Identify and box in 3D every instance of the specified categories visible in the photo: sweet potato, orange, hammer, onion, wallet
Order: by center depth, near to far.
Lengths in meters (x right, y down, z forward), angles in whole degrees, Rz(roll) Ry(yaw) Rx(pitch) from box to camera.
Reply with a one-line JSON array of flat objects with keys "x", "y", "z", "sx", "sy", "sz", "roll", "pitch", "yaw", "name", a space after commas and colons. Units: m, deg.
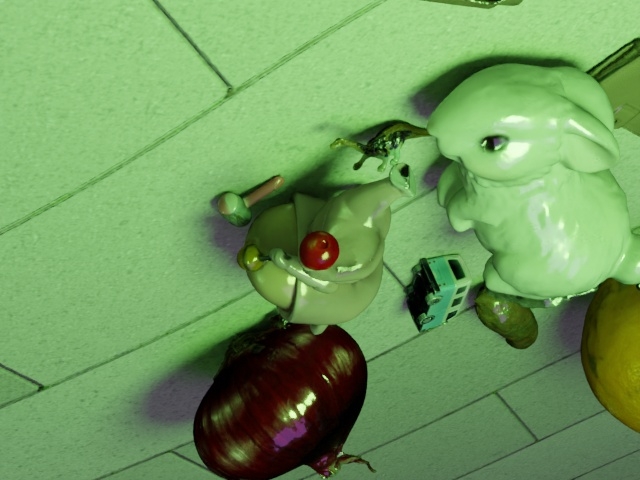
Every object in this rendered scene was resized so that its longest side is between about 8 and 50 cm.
[{"x": -0.077, "y": -0.050, "z": 1.558, "sx": 0.083, "sy": 0.031, "sz": 0.052, "roll": -34, "pitch": 154, "yaw": 7, "name": "hammer"}, {"x": 0.374, "y": -0.176, "z": 1.576, "sx": 0.118, "sy": 0.039, "sz": 0.152, "roll": -36, "pitch": 145, "yaw": 31, "name": "wallet"}, {"x": -0.036, "y": 0.250, "z": 1.883, "sx": 0.273, "sy": 0.285, "sz": 0.273, "roll": -39, "pitch": -177, "yaw": 2, "name": "onion"}, {"x": 0.543, "y": 0.151, "z": 2.016, "sx": 0.312, "sy": 0.312, "sz": 0.312, "roll": -14, "pitch": 153, "yaw": -7, "name": "orange"}, {"x": 0.293, "y": 0.121, "z": 2.062, "sx": 0.075, "sy": 0.075, "sz": 0.273, "roll": -24, "pitch": 157, "yaw": 12, "name": "sweet potato"}]

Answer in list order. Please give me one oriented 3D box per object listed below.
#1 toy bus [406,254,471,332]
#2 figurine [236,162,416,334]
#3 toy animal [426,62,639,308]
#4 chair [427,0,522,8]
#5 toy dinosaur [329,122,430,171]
[{"x": 0.167, "y": 0.073, "z": 1.898, "sx": 0.074, "sy": 0.060, "sz": 0.123, "roll": -14, "pitch": 151, "yaw": -16, "name": "toy bus"}, {"x": 0.000, "y": 0.000, "z": 1.545, "sx": 0.186, "sy": 0.176, "sz": 0.287, "roll": 11, "pitch": 165, "yaw": -13, "name": "figurine"}, {"x": 0.253, "y": -0.071, "z": 1.549, "sx": 0.257, "sy": 0.194, "sz": 0.357, "roll": 0, "pitch": 150, "yaw": 16, "name": "toy animal"}, {"x": 0.173, "y": -0.287, "z": 1.099, "sx": 0.326, "sy": 0.176, "sz": 0.183, "roll": 8, "pitch": 135, "yaw": -31, "name": "chair"}, {"x": 0.078, "y": -0.106, "z": 1.523, "sx": 0.180, "sy": 0.037, "sz": 0.058, "roll": -21, "pitch": 153, "yaw": -40, "name": "toy dinosaur"}]
